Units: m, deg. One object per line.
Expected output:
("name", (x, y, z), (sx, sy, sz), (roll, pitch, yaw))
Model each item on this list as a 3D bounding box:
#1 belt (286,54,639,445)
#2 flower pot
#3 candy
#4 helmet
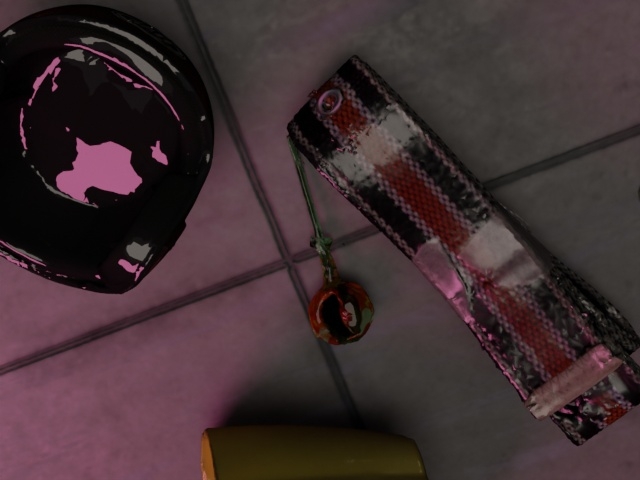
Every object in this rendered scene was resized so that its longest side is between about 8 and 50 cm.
("belt", (0.121, 0.008, 0.795), (0.094, 0.126, 0.359), (-41, 96, 20))
("flower pot", (-0.002, 0.241, 0.830), (0.179, 0.195, 0.195), (-5, 106, -12))
("candy", (0.000, 0.000, 0.832), (0.055, 0.049, 0.185), (-17, 97, -3))
("helmet", (-0.177, -0.068, 0.726), (0.189, 0.193, 0.216), (32, 114, -13))
